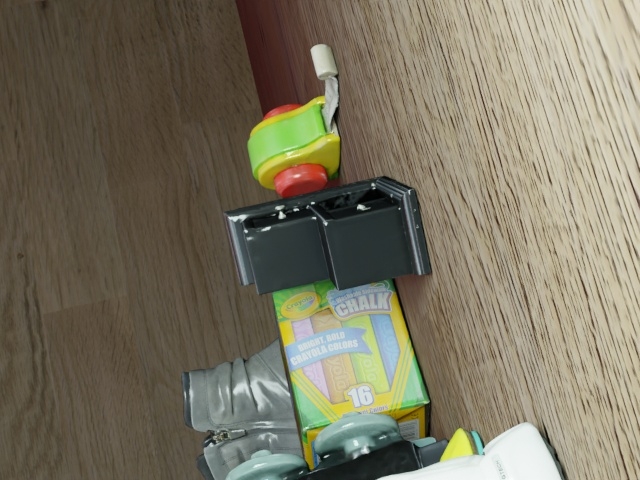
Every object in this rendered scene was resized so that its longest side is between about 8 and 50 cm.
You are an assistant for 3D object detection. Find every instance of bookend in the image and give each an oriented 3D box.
[{"bbox_3d":[0.000,0.000,0.966,0.156,0.157,0.072,-124,21,-81],"label":"bookend"}]

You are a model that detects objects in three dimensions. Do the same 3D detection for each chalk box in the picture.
[{"bbox_3d":[0.024,0.119,1.177,0.132,0.132,0.213,84,172,-55],"label":"chalk box"}]

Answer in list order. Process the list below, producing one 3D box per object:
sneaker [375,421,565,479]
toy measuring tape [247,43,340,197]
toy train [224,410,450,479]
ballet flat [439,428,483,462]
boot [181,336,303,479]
[{"bbox_3d":[0.079,0.230,0.701,0.110,0.118,0.292,-111,14,-49],"label":"sneaker"},{"bbox_3d":[-0.036,-0.134,1.370,0.330,0.121,0.121,89,168,-70],"label":"toy measuring tape"},{"bbox_3d":[-0.018,0.269,0.995,0.190,0.333,0.142,57,-167,-56],"label":"toy train"},{"bbox_3d":[0.108,0.262,0.840,0.077,0.077,0.231,107,150,-84],"label":"ballet flat"},{"bbox_3d":[-0.015,0.270,1.312,0.338,0.222,0.118,64,175,1],"label":"boot"}]
